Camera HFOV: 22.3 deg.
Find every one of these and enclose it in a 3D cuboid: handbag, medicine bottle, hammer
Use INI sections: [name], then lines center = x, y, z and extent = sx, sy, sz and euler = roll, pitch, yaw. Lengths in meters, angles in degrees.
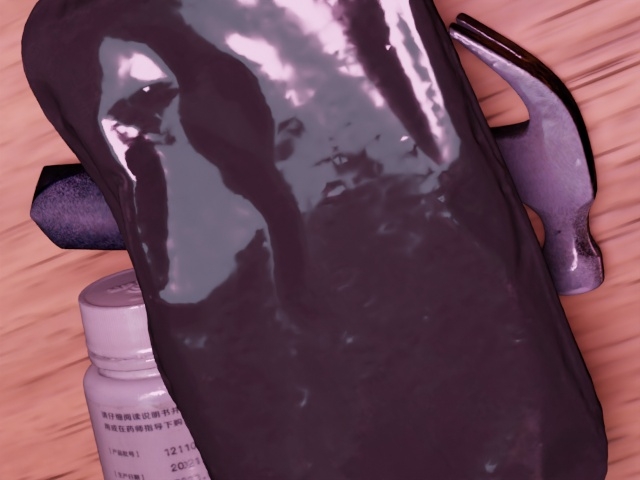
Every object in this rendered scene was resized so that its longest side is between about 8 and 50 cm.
[handbag]
center = -0.001, -0.003, 0.747
extent = 0.192, 0.075, 0.332
euler = -18, 103, 16
[medicine bottle]
center = -0.080, 0.083, 0.838
extent = 0.080, 0.080, 0.130
euler = -6, 107, 17
[hammer]
center = -0.012, -0.033, 0.801
extent = 0.290, 0.037, 0.137
euler = -4, 109, 16
